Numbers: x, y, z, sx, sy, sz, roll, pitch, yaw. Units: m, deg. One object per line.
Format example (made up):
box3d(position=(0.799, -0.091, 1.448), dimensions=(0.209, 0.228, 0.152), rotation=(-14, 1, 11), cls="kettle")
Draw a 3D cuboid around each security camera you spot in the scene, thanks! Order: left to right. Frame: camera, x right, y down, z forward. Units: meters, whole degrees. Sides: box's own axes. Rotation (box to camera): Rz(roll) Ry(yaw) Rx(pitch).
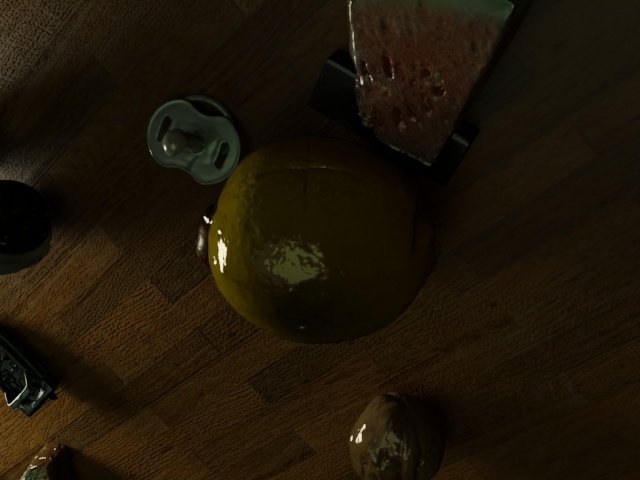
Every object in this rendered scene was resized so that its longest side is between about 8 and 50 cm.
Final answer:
box3d(position=(-0.579, -0.055, 1.492), dimensions=(0.277, 0.197, 0.191), rotation=(43, 137, -13), cls="security camera")

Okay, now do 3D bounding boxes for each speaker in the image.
box3d(position=(0.095, -0.164, 1.185), dimensions=(0.218, 0.044, 0.082), rotation=(32, 128, 4), cls="speaker")

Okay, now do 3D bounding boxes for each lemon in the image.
box3d(position=(0.000, 0.000, 1.189), dimensions=(0.297, 0.297, 0.297), rotation=(12, 124, 18), cls="lemon")

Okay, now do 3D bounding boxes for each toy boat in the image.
box3d(position=(-0.620, 0.238, 1.749), dimensions=(0.246, 0.103, 0.093), rotation=(45, 104, 0), cls="toy boat")

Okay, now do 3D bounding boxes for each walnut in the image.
box3d(position=(0.122, 0.320, 1.423), dimensions=(0.166, 0.149, 0.166), rotation=(-6, 124, -9), cls="walnut")

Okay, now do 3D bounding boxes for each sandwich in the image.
box3d(position=(-0.626, 0.571, 1.958), dimensions=(0.254, 0.099, 0.288), rotation=(0, 120, 25), cls="sandwich")

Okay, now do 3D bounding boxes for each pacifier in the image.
box3d(position=(-0.189, -0.148, 1.290), dimensions=(0.150, 0.116, 0.127), rotation=(32, 103, 9), cls="pacifier")

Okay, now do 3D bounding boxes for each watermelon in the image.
box3d(position=(0.130, -0.219, 1.077), dimensions=(0.193, 0.140, 0.257), rotation=(23, 130, 18), cls="watermelon")

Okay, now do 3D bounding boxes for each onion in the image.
box3d(position=(-0.133, -0.009, 1.349), dimensions=(0.117, 0.118, 0.119), rotation=(-17, 117, -7), cls="onion")
